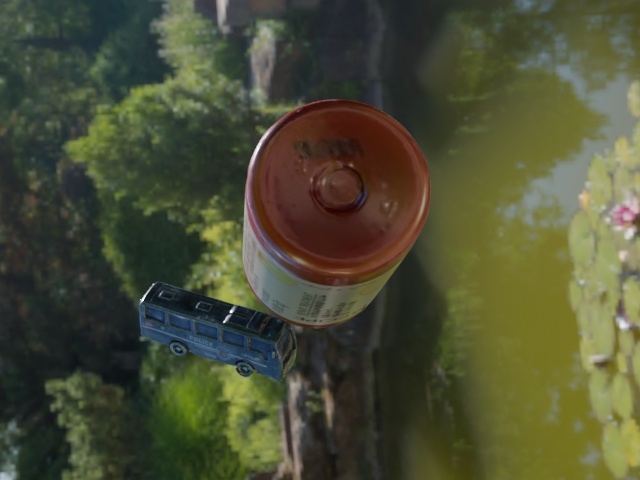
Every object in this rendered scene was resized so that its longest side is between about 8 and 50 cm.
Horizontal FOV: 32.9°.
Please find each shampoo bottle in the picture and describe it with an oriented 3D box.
[{"bbox_3d":[0.000,0.000,0.724,0.278,0.104,0.104,110,154,-77],"label":"shampoo bottle"}]

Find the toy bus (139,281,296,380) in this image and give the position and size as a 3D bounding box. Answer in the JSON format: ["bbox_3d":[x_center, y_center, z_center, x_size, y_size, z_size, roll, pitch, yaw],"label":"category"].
[{"bbox_3d":[-0.107,0.093,1.124,0.047,0.166,0.065,-59,-22,-46],"label":"toy bus"}]
